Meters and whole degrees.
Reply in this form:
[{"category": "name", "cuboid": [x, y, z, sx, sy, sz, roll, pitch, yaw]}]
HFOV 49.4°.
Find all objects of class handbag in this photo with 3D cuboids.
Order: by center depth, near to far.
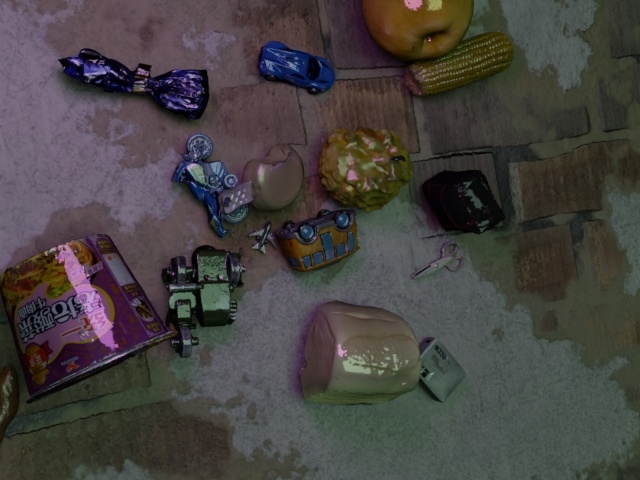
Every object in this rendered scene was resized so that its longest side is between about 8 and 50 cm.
[{"category": "handbag", "cuboid": [0.392, -0.105, 1.916, 0.155, 0.215, 0.169, -29, 103, -13]}]

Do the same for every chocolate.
[{"category": "chocolate", "cuboid": [-0.442, -0.379, 1.651, 0.344, 0.126, 0.148, 9, 44, -19]}]

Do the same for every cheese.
[{"category": "cheese", "cuboid": [-0.147, -0.135, 1.704, 0.286, 0.082, 0.163, -31, 121, -49]}]

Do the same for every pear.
[{"category": "pear", "cuboid": [0.258, -0.634, 1.856, 0.315, 0.314, 0.314, 2, 86, -22]}]

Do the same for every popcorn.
[{"category": "popcorn", "cuboid": [0.116, -0.193, 1.802, 0.250, 0.225, 0.249, 2, 83, -17]}]

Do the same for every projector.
[{"category": "projector", "cuboid": [0.316, 0.358, 1.931, 0.115, 0.061, 0.147, -45, 103, -20]}]

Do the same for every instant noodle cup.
[{"category": "instant noodle cup", "cuboid": [-0.508, 0.154, 1.486, 0.340, 0.340, 0.265, -23, 85, -22]}]

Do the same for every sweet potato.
[{"category": "sweet potato", "cuboid": [-0.699, 0.382, 1.519, 0.065, 0.051, 0.218, 16, 81, -24]}]

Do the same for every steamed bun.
[{"category": "steamed bun", "cuboid": [0.098, 0.270, 1.770, 0.291, 0.273, 0.272, 2, 70, -26]}]

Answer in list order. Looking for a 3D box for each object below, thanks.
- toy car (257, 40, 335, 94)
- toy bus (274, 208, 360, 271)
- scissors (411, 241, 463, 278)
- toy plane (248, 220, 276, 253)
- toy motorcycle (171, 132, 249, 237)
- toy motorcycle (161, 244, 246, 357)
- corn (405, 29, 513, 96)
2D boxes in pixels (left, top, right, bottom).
[{"category": "toy car", "cuboid": [-0.058, -0.456, 1.834, 0.216, 0.063, 0.103, 12, 81, -21]}, {"category": "toy bus", "cuboid": [0.000, 0.000, 1.795, 0.210, 0.126, 0.136, -20, 102, -23]}, {"category": "scissors", "cuboid": [0.330, 0.068, 1.978, 0.176, 0.022, 0.085, -25, 99, -25]}, {"category": "toy plane", "cuboid": [-0.144, -0.012, 1.784, 0.079, 0.031, 0.083, 23, 78, -19]}, {"category": "toy motorcycle", "cuboid": [-0.277, -0.131, 1.710, 0.136, 0.092, 0.254, -34, 108, -12]}, {"category": "toy motorcycle", "cuboid": [-0.282, 0.140, 1.675, 0.205, 0.127, 0.274, -1, 80, -23]}, {"category": "corn", "cuboid": [0.399, -0.501, 1.992, 0.345, 0.131, 0.131, -25, 96, -20]}]
